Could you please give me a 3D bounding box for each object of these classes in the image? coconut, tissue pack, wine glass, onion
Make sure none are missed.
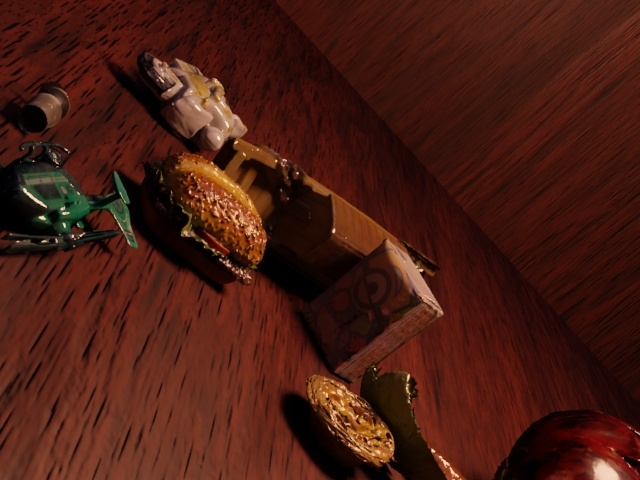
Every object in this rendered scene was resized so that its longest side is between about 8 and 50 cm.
[{"bbox_3d":[0.083,0.203,1.392,0.158,0.055,0.133,51,-21,36],"label":"coconut"},{"bbox_3d":[0.060,0.086,1.522,0.060,0.148,0.108,38,18,-47],"label":"tissue pack"},{"bbox_3d":[-0.281,-0.133,1.258,0.039,0.042,0.083,19,18,-1],"label":"wine glass"},{"bbox_3d":[0.330,0.327,1.580,0.281,0.221,0.281,8,-3,0],"label":"onion"}]

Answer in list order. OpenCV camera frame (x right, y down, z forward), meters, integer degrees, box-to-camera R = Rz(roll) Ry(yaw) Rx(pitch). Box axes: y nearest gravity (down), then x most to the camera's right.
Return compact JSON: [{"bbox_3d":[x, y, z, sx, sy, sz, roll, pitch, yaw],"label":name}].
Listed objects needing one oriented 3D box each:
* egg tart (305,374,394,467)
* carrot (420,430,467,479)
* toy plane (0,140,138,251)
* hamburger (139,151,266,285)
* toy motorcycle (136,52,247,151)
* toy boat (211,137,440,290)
[{"bbox_3d":[0.022,0.196,1.314,0.129,0.049,0.129,40,15,-13],"label":"egg tart"},{"bbox_3d":[0.144,0.285,1.455,0.248,0.059,0.059,50,13,17],"label":"carrot"},{"bbox_3d":[-0.230,-0.033,1.107,0.096,0.060,0.235,59,18,8],"label":"toy plane"},{"bbox_3d":[-0.121,-0.025,1.369,0.166,0.087,0.137,41,16,-32],"label":"hamburger"},{"bbox_3d":[-0.166,-0.180,1.694,0.151,0.074,0.229,57,13,18],"label":"toy motorcycle"},{"bbox_3d":[0.000,0.000,1.600,0.445,0.136,0.162,34,-3,-43],"label":"toy boat"}]
